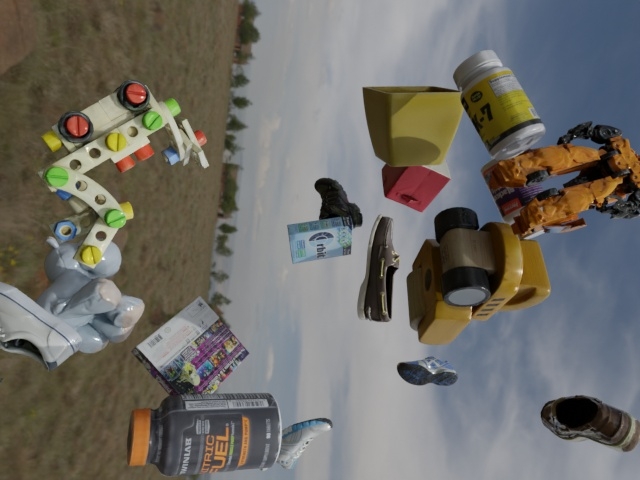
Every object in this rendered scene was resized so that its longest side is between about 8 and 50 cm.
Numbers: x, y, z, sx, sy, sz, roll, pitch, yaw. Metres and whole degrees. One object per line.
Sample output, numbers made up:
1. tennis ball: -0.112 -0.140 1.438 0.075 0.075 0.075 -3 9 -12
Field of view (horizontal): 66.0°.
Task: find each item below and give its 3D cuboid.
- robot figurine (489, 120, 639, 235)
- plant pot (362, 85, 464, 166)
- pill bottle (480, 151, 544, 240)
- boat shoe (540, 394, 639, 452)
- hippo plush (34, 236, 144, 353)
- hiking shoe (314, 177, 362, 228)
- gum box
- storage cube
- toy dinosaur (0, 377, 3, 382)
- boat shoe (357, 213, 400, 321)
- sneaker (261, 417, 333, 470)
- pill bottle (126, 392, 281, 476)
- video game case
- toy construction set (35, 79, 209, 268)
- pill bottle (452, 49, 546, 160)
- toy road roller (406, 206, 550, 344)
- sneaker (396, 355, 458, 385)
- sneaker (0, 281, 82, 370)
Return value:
1. robot figurine: 0.487 -0.115 0.945 0.085 0.290 0.211 103 -29 -69
2. plant pot: 0.236 -0.302 1.296 0.212 0.212 0.187 -120 -152 -65
3. pill bottle: 0.458 -0.101 1.138 0.108 0.108 0.194 124 -52 -68
4. boat shoe: 0.497 0.336 0.964 0.095 0.095 0.257 -60 179 -17
5. hippo plush: -0.585 0.124 1.205 0.234 0.294 0.237 84 -11 -51
6. hiking shoe: 0.033 -0.114 1.567 0.227 0.114 0.086 49 -28 30
7. gum box: 0.000 0.000 1.457 0.157 0.184 0.041 89 -9 -56
8. storage cube: 0.369 -0.264 1.933 0.193 0.183 0.215 -55 -158 41
9. toy dinosaur: -0.699 0.396 0.929 0.064 0.118 0.268 -7 -108 41
10. boat shoe: 0.187 0.081 1.464 0.116 0.096 0.325 40 59 -62
11. sneaker: -0.055 0.434 1.043 0.071 0.190 0.083 38 30 -61
12. pill bottle: -0.201 0.332 0.850 0.130 0.245 0.131 -174 -90 -66
13. video game case: -0.319 0.284 1.247 0.042 0.210 0.232 -39 -177 39
14. toy construction set: -0.320 -0.131 0.819 0.151 0.328 0.215 -3 -56 46
15. pill bottle: 0.371 -0.286 1.041 0.119 0.119 0.209 120 -50 -65
16. toy road roller: 0.347 0.093 1.100 0.330 0.240 0.203 107 -12 -56
17. sneaker: 0.351 0.434 1.652 0.081 0.211 0.080 -99 -155 -58
18. sneaker: -0.606 0.164 0.973 0.091 0.258 0.094 -58 174 -50
